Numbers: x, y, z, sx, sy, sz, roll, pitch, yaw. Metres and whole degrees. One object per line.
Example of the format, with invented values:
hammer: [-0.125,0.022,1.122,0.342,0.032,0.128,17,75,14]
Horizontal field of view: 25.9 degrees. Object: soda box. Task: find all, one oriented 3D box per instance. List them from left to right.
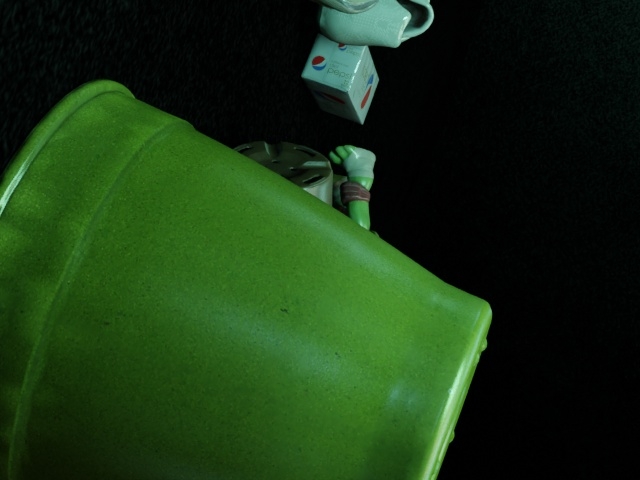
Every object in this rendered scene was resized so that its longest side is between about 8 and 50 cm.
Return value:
soda box: [0.030,-0.222,1.908,0.216,0.069,0.074,45,65,-81]

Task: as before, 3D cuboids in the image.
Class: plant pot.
plant pot: [-0.065,0.102,1.099,0.366,0.353,0.366,20,90,-82]
plant pot: [-0.056,-0.015,1.588,0.167,0.167,0.165,-56,155,-59]

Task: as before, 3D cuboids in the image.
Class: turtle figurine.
turtle figurine: [0.000,0.000,2.117,0.198,0.275,0.266,52,34,-54]

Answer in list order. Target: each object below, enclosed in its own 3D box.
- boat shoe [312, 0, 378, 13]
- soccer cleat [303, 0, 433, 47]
boat shoe: [0.068,-0.373,1.652,0.324,0.123,0.116,-60,165,-57]
soccer cleat: [0.085,-0.308,1.805,0.331,0.143,0.116,-53,161,-64]
